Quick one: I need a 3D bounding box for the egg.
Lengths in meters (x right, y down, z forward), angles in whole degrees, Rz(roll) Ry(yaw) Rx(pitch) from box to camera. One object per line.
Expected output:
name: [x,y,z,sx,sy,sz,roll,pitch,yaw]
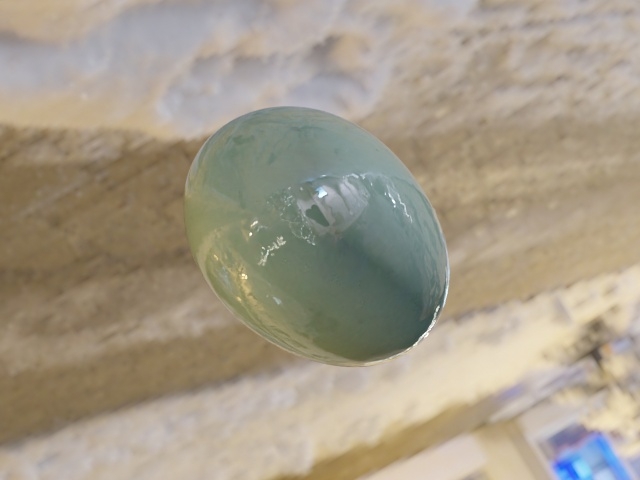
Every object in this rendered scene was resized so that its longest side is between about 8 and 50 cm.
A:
egg: [0.000,0.000,1.224,0.168,0.231,0.168,-34,-150,23]
